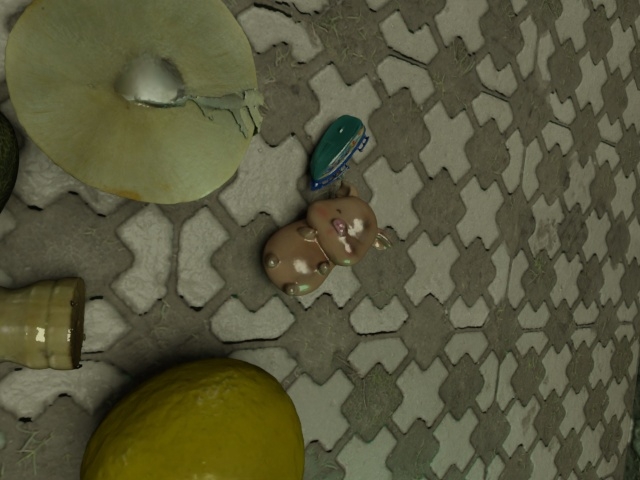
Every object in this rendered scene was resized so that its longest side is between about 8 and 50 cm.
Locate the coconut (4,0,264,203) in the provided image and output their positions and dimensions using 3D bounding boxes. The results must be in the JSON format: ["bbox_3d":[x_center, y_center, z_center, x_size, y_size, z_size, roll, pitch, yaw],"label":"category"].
[{"bbox_3d":[-0.232,-0.199,0.573,0.322,0.323,0.323,-4,97,-31],"label":"coconut"}]

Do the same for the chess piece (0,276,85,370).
[{"bbox_3d":[-0.491,0.121,0.573,0.300,0.137,0.138,0,95,-21],"label":"chess piece"}]

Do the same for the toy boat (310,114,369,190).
[{"bbox_3d":[0.037,-0.166,0.887,0.175,0.091,0.110,-54,146,-12],"label":"toy boat"}]

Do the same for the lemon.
[{"bbox_3d":[-0.186,0.351,0.654,0.347,0.348,0.348,-4,97,-31],"label":"lemon"}]

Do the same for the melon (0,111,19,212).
[{"bbox_3d":[-0.503,-0.067,0.462,0.237,0.237,0.302,47,72,-27],"label":"melon"}]

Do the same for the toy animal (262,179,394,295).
[{"bbox_3d":[0.005,0.008,0.835,0.250,0.154,0.167,-32,101,-6],"label":"toy animal"}]
